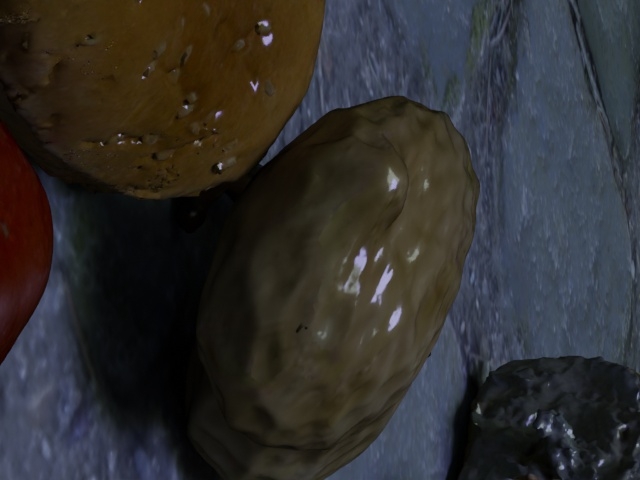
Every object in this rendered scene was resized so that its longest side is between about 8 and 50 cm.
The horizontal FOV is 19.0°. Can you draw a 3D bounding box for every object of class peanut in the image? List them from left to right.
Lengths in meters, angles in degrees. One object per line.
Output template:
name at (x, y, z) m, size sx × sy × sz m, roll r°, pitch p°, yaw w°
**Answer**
peanut at (0.007, 0.024, 0.914) m, size 0.197 × 0.110 × 0.233 m, roll -57°, pitch 175°, yaw -18°

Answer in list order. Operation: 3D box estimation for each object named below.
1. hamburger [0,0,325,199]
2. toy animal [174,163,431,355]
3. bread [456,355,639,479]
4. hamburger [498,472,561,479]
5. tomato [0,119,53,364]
hamburger at (-0.084, -0.091, 0.762) m, size 0.262 × 0.124 × 0.131 m, roll 45°, pitch 44°, yaw -59°
toy animal at (0.000, 0.000, 1.062) m, size 0.224 × 0.066 × 0.230 m, roll -44°, pitch 138°, yaw -42°
bread at (0.202, 0.206, 1.378) m, size 0.195 × 0.176 × 0.246 m, roll -75°, pitch 151°, yaw -48°
hamburger at (0.129, 0.265, 1.111) m, size 0.295 × 0.227 × 0.151 m, roll -67°, pitch 168°, yaw -58°
tomato at (-0.141, 0.011, 0.640) m, size 0.166 × 0.082 × 0.174 m, roll 60°, pitch 29°, yaw -49°
